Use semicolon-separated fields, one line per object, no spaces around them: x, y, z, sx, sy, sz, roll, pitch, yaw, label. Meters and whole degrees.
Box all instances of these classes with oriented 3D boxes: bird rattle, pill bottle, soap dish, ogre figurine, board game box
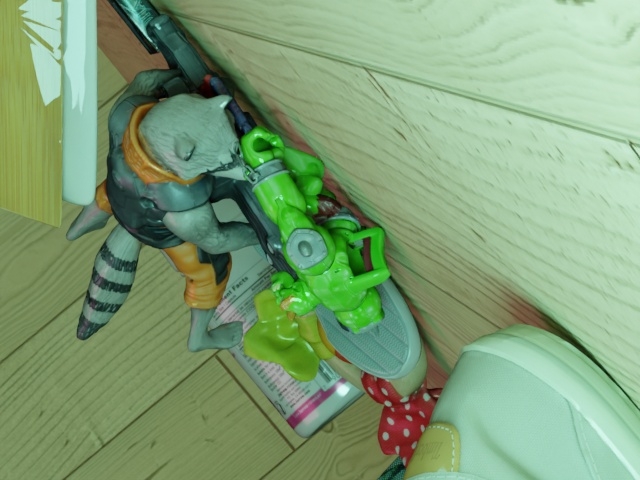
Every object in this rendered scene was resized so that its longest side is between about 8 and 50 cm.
0.037;0.108;1.877;0.253;0.143;0.207;45;158;28;bird rattle
-0.048;0.072;2.185;0.283;0.160;0.160;51;176;6;pill bottle
-0.274;-0.177;1.704;0.229;0.118;0.291;-136;47;-67;soap dish
0.000;0.000;1.495;0.197;0.097;0.118;80;172;-51;ogre figurine
-0.213;-0.263;1.877;0.186;0.026;0.126;51;177;-9;board game box

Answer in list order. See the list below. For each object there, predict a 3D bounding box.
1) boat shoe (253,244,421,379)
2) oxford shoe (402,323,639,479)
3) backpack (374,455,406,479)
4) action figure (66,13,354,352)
0.029;0.041;1.751;0.076;0.083;0.226;9;-146;-52;boat shoe
0.202;0.249;1.032;0.449;0.130;0.169;49;156;3;oxford shoe
0.129;0.346;2.059;0.225;0.253;0.191;54;175;-38;backpack
-0.113;-0.006;1.685;0.341;0.178;0.330;52;153;20;action figure
